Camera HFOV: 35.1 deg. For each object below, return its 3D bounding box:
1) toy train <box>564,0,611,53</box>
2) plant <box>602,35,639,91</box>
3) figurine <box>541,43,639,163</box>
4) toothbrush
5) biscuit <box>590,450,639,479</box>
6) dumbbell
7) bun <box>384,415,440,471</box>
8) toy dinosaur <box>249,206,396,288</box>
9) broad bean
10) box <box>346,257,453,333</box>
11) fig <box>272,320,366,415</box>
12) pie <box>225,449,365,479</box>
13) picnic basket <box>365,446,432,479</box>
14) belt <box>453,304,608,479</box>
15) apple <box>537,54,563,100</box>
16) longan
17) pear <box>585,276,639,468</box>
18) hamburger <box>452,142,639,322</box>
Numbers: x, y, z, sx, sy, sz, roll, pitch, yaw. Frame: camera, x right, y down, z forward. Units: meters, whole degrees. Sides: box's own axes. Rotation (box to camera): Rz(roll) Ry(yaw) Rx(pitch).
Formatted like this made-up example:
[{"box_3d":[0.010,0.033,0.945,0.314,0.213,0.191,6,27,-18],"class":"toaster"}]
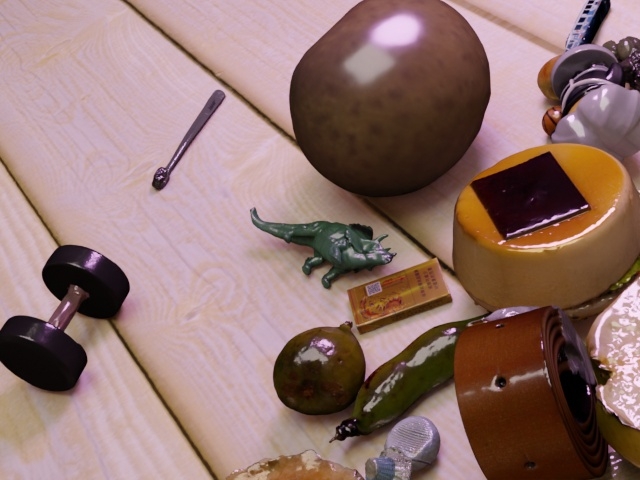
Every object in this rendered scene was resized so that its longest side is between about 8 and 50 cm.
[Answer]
[{"box_3d":[0.495,-0.392,1.890,0.047,0.043,0.207,6,50,34],"class":"toy train"},{"box_3d":[0.548,-0.307,1.756,0.085,0.087,0.174,5,33,-20],"class":"plant"},{"box_3d":[0.441,-0.205,1.652,0.176,0.133,0.236,-50,22,31],"class":"figurine"},{"box_3d":[-0.270,-0.216,2.090,0.030,0.030,0.297,22,53,9],"class":"toothbrush"},{"box_3d":[0.359,0.361,1.178,0.147,0.046,0.250,-25,40,-2],"class":"biscuit"},{"box_3d":[-0.437,0.130,1.721,0.152,0.152,0.218,2,48,28],"class":"dumbbell"},{"box_3d":[0.127,0.279,1.375,0.083,0.045,0.083,-12,40,11],"class":"bun"},{"box_3d":[-0.007,0.012,1.694,0.292,0.079,0.120,5,44,26],"class":"toy dinosaur"},{"box_3d":[0.143,0.184,1.451,0.339,0.061,0.077,-36,58,-11],"class":"broad bean"},{"box_3d":[0.123,0.087,1.593,0.156,0.022,0.089,-21,40,4],"class":"box"},{"box_3d":[0.001,0.166,1.497,0.133,0.126,0.185,-20,44,26],"class":"fig"},{"box_3d":[-0.060,0.417,1.295,0.339,0.083,0.339,-14,44,14],"class":"pie"},{"box_3d":[0.098,0.309,1.320,0.065,0.083,0.083,-68,27,15],"class":"picnic basket"},{"box_3d":[0.255,0.186,1.220,0.122,0.339,0.217,-20,83,20],"class":"belt"},{"box_3d":[0.427,-0.286,1.788,0.084,0.084,0.071,6,60,30],"class":"apple"},{"box_3d":[0.116,-0.247,1.737,0.361,0.361,0.361,-14,43,13],"class":"longan"},{"box_3d":[0.521,0.169,1.189,0.386,0.191,0.340,-12,39,15],"class":"pear"},{"box_3d":[0.335,-0.004,1.464,0.300,0.176,0.300,-13,37,10],"class":"hamburger"}]
